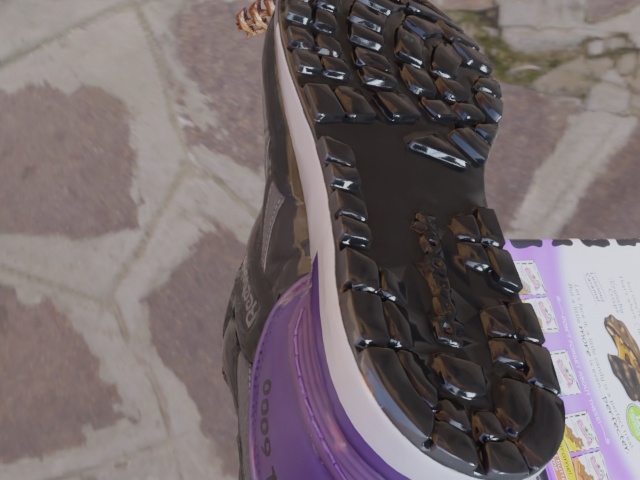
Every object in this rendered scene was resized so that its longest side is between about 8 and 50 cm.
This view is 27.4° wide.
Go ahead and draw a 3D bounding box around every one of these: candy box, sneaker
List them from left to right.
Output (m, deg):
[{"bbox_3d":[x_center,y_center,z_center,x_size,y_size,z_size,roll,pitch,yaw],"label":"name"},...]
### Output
[{"bbox_3d":[0.000,0.000,0.509,0.107,0.283,0.124,24,129,-22],"label":"sneaker"},{"bbox_3d":[0.144,0.085,0.789,0.196,0.070,0.164,1,67,-46],"label":"candy box"}]

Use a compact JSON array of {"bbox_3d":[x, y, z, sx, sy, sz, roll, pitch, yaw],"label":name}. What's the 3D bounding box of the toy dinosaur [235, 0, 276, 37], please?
[{"bbox_3d":[0.057,-0.276,0.940,0.218,0.164,0.322,44,84,-6],"label":"toy dinosaur"}]
